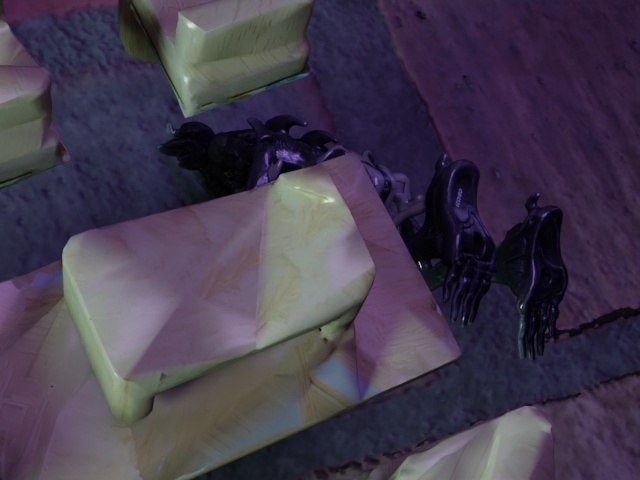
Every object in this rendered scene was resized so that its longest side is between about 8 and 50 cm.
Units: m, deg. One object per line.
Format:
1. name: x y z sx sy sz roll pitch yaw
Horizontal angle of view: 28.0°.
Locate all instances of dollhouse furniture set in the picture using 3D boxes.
1. dollhouse furniture set: -0.138 0.088 0.611 0.394 0.256 0.362 -21 73 -18

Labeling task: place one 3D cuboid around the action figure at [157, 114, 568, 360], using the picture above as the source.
1. action figure: 0.000 0.000 0.772 0.164 0.275 0.141 17 89 -47
